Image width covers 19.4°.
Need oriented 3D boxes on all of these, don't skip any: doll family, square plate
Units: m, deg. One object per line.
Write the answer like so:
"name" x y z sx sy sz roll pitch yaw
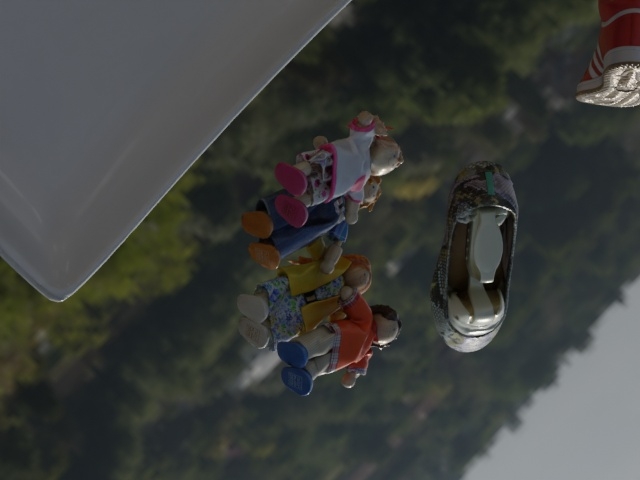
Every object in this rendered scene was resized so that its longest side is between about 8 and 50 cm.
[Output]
"doll family" 0.000 0.000 1.666 0.163 0.118 0.263 -24 123 -44
"square plate" -0.168 -0.201 1.155 0.347 0.344 0.049 -47 -172 -8

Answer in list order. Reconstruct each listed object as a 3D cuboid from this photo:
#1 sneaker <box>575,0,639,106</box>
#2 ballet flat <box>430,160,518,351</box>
"sneaker" 0.181 -0.121 1.128 0.118 0.042 0.067 115 -21 -80
"ballet flat" 0.076 0.017 0.916 0.041 0.041 0.114 -40 142 -44
